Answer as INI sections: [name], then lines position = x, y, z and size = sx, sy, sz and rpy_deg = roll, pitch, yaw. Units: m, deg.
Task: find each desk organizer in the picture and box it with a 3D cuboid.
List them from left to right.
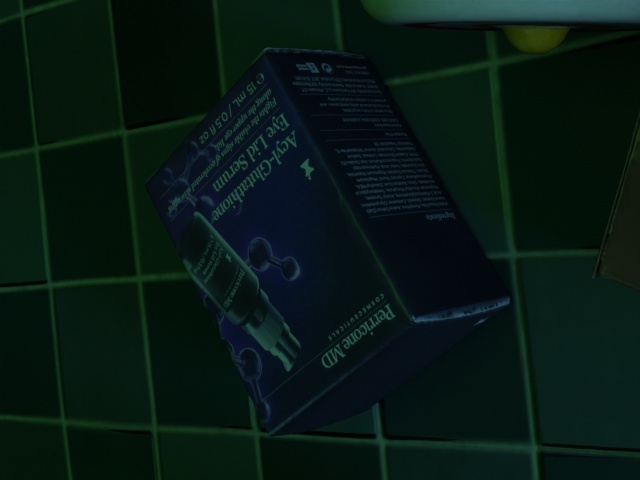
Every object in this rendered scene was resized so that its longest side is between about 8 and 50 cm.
[desk organizer]
position = 0.197, -0.034, 0.639
size = 0.050, 0.047, 0.130
rpy_deg = 24, 110, 35

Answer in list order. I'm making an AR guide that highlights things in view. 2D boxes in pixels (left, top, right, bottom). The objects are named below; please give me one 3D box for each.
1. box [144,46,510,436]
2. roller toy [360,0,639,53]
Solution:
[box]
position = 0.000, 0.000, 0.776
size = 0.153, 0.108, 0.207
rpy_deg = -44, 66, 35
[roller toy]
position = 0.114, -0.170, 0.598
size = 0.209, 0.191, 0.146
rpy_deg = -153, 62, -72
